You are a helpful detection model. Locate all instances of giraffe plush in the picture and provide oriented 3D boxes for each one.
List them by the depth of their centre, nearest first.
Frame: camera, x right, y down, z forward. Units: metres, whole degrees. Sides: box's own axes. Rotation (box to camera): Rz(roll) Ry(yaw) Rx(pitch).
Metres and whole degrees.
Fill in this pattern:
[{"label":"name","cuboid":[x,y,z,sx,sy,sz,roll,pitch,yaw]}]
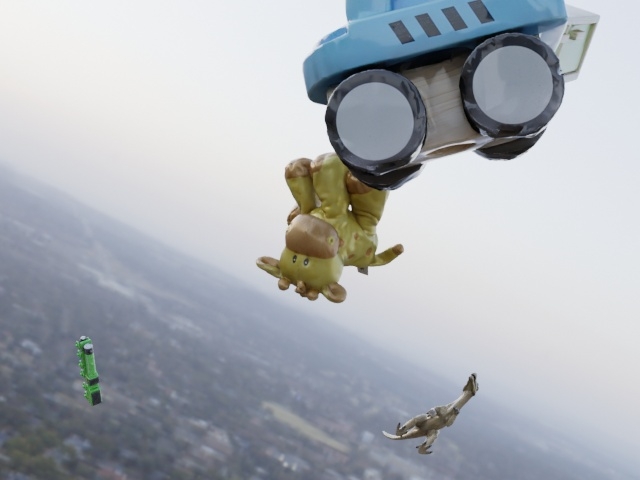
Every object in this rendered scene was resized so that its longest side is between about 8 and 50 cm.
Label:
[{"label":"giraffe plush","cuboid":[0.000,0.000,1.375,0.181,0.170,0.210,-4,-63,38]}]

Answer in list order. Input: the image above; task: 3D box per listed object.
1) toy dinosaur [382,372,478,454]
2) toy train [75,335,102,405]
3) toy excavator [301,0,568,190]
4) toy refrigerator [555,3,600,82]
[{"label":"toy dinosaur","cuboid":[0.140,0.241,1.271,0.053,0.183,0.092,55,32,9]},{"label":"toy train","cuboid":[-0.246,0.140,1.045,0.017,0.083,0.024,-18,33,-28]},{"label":"toy excavator","cuboid":[0.170,-0.315,1.084,0.433,0.445,0.222,-14,-3,7]},{"label":"toy refrigerator","cuboid":[0.303,-0.271,1.345,0.094,0.102,0.269,25,22,22]}]
